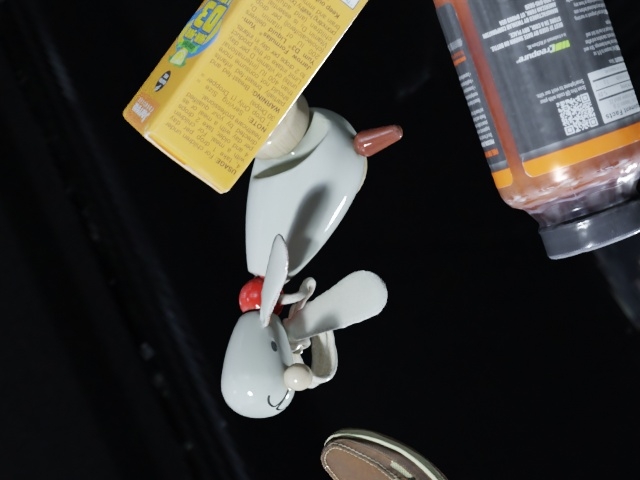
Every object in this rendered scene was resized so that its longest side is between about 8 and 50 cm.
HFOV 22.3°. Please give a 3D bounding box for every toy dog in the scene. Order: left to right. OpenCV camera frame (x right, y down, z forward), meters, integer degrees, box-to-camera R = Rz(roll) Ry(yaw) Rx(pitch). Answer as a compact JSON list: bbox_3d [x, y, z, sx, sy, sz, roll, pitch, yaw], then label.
[{"bbox_3d":[0.000,0.000,1.590,0.220,0.161,0.333,-4,-90,-57],"label":"toy dog"}]

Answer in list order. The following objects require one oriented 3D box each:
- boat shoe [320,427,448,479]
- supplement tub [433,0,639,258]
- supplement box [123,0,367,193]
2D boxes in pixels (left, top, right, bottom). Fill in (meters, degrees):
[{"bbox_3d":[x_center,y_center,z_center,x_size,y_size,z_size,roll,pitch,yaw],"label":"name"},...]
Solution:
[{"bbox_3d":[0.103,0.306,1.838,0.257,0.095,0.095,29,-143,16],"label":"boat shoe"},{"bbox_3d":[0.149,-0.091,1.049,0.106,0.106,0.197,-20,-87,-51],"label":"supplement tub"},{"bbox_3d":[-0.035,-0.151,1.115,0.080,0.233,0.078,34,-179,-24],"label":"supplement box"}]
